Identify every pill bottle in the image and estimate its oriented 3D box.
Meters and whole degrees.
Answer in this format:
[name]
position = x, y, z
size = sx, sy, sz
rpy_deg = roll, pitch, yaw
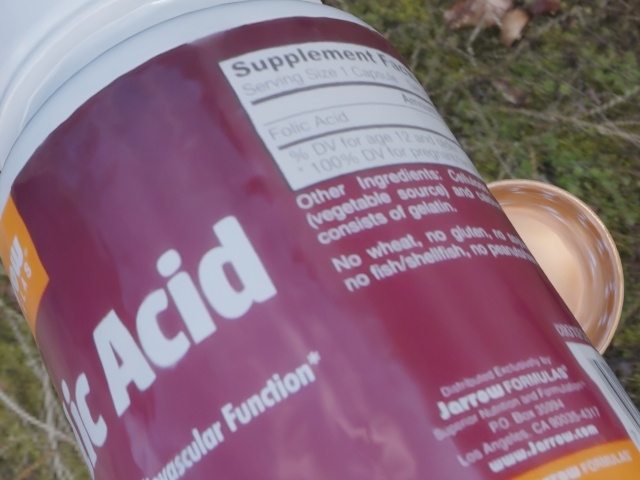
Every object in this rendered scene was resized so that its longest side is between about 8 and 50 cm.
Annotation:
[pill bottle]
position = -0.018, 0.031, 0.568
size = 0.224, 0.224, 0.392
rpy_deg = -43, 61, 23

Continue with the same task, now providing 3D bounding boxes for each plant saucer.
[plant saucer]
position = 0.176, 0.043, 1.109
size = 0.200, 0.037, 0.199
rpy_deg = 0, 92, -5
